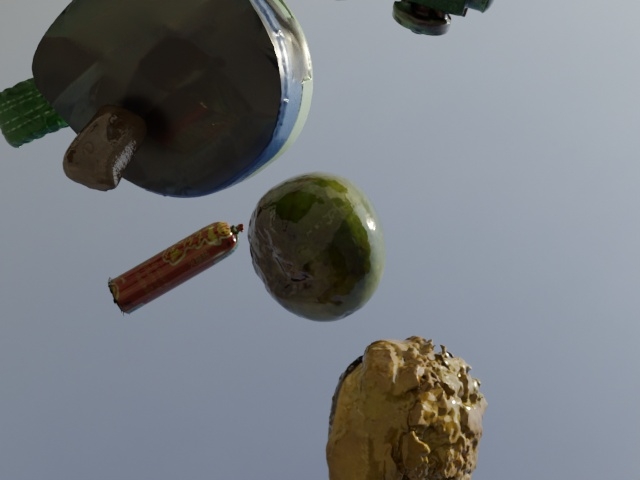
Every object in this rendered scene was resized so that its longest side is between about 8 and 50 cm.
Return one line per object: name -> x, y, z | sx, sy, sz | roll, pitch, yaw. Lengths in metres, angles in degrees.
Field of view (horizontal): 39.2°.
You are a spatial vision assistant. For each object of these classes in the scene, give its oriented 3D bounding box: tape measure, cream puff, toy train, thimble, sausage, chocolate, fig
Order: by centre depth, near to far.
cream puff -> 0.086, 0.180, 0.838 | 0.130, 0.189, 0.189 | 4, -126, 21
chocolate -> -0.213, -0.099, 0.893 | 0.065, 0.031, 0.100 | 21, -123, 8
tape measure -> -0.140, -0.184, 0.984 | 0.259, 0.262, 0.138 | -34, -172, 21
fig -> 0.000, 0.000, 1.117 | 0.181, 0.181, 0.191 | -21, -158, 30
toy train -> 0.103, -0.402, 1.248 | 0.221, 0.304, 0.150 | -65, 174, -54
thimble -> -0.427, -0.201, 1.364 | 0.130, 0.090, 0.118 | -27, -168, -18
sausage -> -0.250, 0.039, 1.606 | 0.264, 0.083, 0.083 | -30, -145, 3
